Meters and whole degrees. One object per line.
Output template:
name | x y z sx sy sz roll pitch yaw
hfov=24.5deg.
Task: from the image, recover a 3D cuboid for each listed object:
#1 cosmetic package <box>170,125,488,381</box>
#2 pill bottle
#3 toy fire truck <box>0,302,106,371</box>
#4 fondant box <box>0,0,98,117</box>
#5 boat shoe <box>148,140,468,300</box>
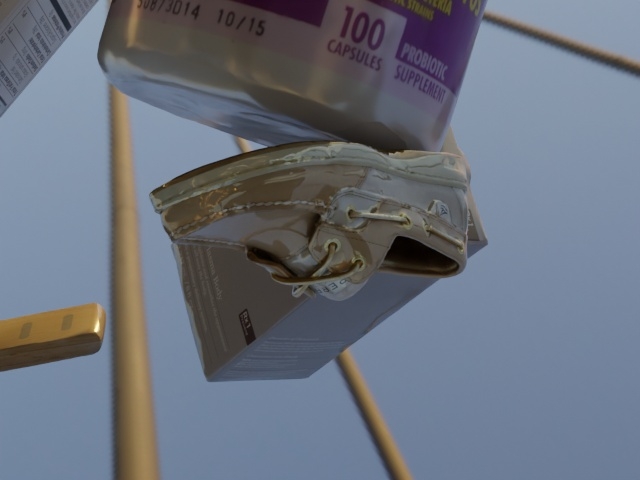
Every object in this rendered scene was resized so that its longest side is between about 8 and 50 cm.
cosmetic package | 0.000 0.000 1.053 0.238 0.107 0.127 -45 -127 46
pill bottle | 0.016 -0.194 0.692 0.169 0.169 0.301 15 -92 44
toy fire truck | -0.233 0.135 0.804 0.246 0.158 0.217 -55 -145 16
fondant box | -0.266 -0.226 1.004 0.238 0.096 0.330 36 -101 12
boat shoe | 0.006 -0.005 0.602 0.063 0.170 0.059 -21 -103 44
